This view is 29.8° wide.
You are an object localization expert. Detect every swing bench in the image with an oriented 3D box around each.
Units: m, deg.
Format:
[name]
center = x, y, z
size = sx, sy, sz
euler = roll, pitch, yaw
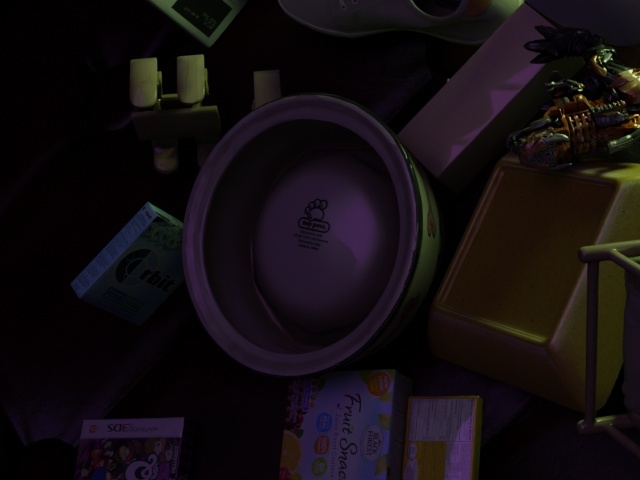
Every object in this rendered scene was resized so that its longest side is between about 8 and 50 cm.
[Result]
[swing bench]
center = 0.440, 0.116, 1.362
size = 0.255, 0.253, 0.165
euler = -15, 29, -20

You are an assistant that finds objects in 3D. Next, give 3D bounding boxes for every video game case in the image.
[video game case]
center = -0.299, 0.393, 1.875
size = 0.210, 0.042, 0.232
euler = -6, 67, 31

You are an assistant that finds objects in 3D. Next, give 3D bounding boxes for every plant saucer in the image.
[plant saucer]
center = 0.288, 0.025, 1.581
size = 0.333, 0.081, 0.333
euler = 16, 79, 54

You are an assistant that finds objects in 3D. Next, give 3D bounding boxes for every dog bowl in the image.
[dog bowl]
center = 0.000, 0.000, 1.751
size = 0.408, 0.150, 0.408
euler = -6, 79, 33

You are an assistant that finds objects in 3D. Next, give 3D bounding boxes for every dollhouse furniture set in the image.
[dollhouse furniture set]
center = -0.179, -0.173, 1.944
size = 0.242, 0.212, 0.161
euler = -4, 63, 1

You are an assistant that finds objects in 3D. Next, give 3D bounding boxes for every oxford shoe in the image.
[oxford shoe]
center = 0.103, -0.398, 1.868
size = 0.449, 0.130, 0.169
euler = 16, 83, 38

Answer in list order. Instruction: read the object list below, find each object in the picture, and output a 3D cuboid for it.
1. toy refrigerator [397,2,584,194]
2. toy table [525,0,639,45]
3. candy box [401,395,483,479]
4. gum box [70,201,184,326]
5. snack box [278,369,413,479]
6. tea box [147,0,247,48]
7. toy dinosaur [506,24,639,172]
[toy refrigerator]
center = 0.250, -0.204, 1.763
size = 0.269, 0.094, 0.102
euler = -47, 58, 8
[toy table]
center = 0.375, -0.413, 1.674
size = 0.252, 0.274, 0.161
euler = -4, 53, 57
[candy box]
center = 0.162, 0.313, 1.633
size = 0.105, 0.027, 0.206
euler = -2, 68, 25
[gum box]
center = -0.286, 0.041, 1.946
size = 0.184, 0.157, 0.041
euler = -46, 53, 8
[snack box]
center = 0.034, 0.290, 1.696
size = 0.174, 0.070, 0.207
euler = -5, 69, 29
[tea box]
center = -0.305, -0.558, 2.106
size = 0.220, 0.329, 0.323
euler = -51, 54, 4
[toy dinosaur]
center = 0.387, -0.180, 1.614
size = 0.218, 0.322, 0.164
euler = 45, 133, 53
